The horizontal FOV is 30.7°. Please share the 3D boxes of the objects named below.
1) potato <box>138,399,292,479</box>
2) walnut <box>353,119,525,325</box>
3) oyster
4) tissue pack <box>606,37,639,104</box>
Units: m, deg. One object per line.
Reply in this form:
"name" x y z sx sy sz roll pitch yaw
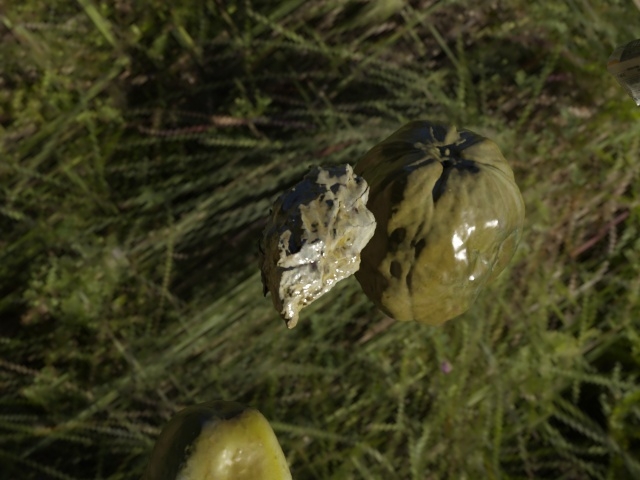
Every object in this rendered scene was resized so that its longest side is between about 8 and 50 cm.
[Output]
"potato" -0.097 0.224 0.955 0.157 0.157 0.194 -89 -174 -78
"walnut" 0.167 -0.030 1.752 0.282 0.253 0.277 -105 -166 -53
"oyster" -0.002 -0.009 1.323 0.133 0.209 0.072 56 -31 -6
"tissue pack" 0.332 -0.172 1.150 0.062 0.042 0.083 42 -26 -19
